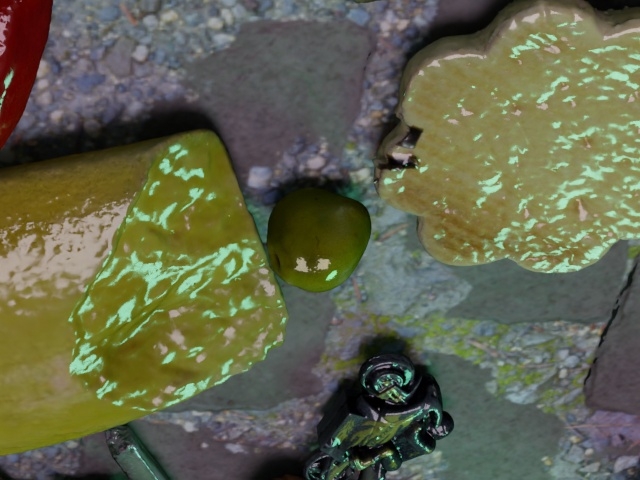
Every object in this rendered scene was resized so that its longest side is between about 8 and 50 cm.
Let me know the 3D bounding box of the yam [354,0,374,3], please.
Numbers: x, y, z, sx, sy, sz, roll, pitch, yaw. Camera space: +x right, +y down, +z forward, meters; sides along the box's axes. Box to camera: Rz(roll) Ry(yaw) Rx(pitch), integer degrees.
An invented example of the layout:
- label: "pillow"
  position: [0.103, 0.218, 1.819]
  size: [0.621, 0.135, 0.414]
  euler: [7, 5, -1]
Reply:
- label: "yam"
  position: [0.164, -0.239, 1.527]
  size: [0.300, 0.066, 0.066]
  euler: [-13, 133, 5]

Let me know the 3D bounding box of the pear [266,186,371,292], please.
- label: "pear"
  position: [0.000, 0.000, 1.720]
  size: [0.097, 0.092, 0.092]
  euler: [-17, 136, -17]

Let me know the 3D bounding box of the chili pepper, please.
- label: "chili pepper"
  position: [-0.302, -0.116, 1.556]
  size: [0.137, 0.092, 0.368]
  euler: [26, 114, -21]

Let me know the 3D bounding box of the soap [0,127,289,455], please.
- label: "soap"
  position: [-0.255, 0.062, 1.727]
  size: [0.427, 0.115, 0.306]
  euler: [-17, 133, 9]

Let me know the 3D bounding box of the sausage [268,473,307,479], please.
- label: "sausage"
  position: [0.051, 0.330, 2.016]
  size: [0.304, 0.121, 0.121]
  euler: [24, 126, -24]

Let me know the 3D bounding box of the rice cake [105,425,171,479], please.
- label: "rice cake"
  position: [-0.160, 0.254, 1.977]
  size: [0.033, 0.033, 0.207]
  euler: [-20, 132, 10]

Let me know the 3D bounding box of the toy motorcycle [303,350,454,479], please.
- label: "toy motorcycle"
  position: [0.066, 0.182, 1.918]
  size: [0.124, 0.061, 0.193]
  euler: [13, 129, -21]

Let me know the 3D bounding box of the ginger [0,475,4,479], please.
- label: "ginger"
  position: [-0.263, 0.263, 1.963]
  size: [0.173, 0.051, 0.069]
  euler: [7, 143, -11]

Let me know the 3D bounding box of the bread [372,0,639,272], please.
- label: "bread"
  position: [0.197, -0.090, 1.679]
  size: [0.316, 0.054, 0.316]
  euler: [-3, 133, -3]
